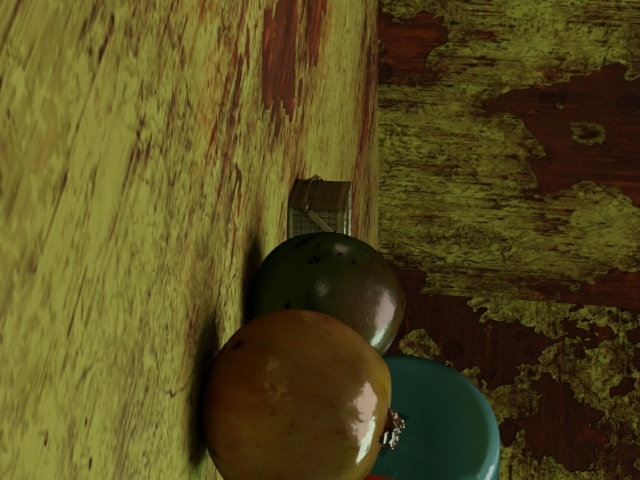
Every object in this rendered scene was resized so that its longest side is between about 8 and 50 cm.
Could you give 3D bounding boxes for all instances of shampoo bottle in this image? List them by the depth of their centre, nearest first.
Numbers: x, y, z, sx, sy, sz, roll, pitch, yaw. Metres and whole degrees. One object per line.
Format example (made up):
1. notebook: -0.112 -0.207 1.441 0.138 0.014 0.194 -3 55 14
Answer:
1. shampoo bottle: 0.126 0.408 2.106 0.343 0.331 0.331 85 11 -49

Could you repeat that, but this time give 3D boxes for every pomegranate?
1. pomegranate: -0.020 0.158 1.206 0.191 0.191 0.191 4 90 -84
2. pomegranate: -0.004 0.102 1.455 0.181 0.181 0.224 73 37 -74

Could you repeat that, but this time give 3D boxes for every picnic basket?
1. picnic basket: 0.000 0.000 1.802 0.115 0.079 0.164 -74 167 -63

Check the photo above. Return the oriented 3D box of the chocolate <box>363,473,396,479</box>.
1. chocolate: 0.041 0.392 1.773 0.237 0.235 0.108 -29 134 -83
